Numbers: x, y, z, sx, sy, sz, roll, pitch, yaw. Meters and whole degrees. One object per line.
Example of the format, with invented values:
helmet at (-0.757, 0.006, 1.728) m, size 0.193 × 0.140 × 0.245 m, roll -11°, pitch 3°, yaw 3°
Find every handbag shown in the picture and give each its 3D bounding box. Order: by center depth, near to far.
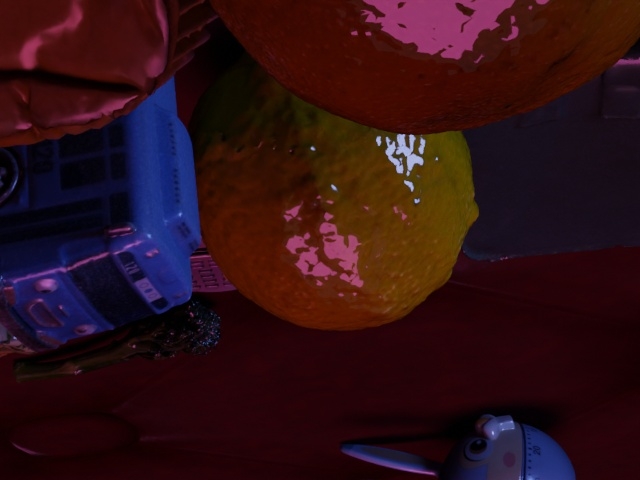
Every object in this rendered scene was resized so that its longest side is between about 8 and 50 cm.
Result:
handbag at (0.214, -0.079, 1.290) m, size 0.247 × 0.079 × 0.260 m, roll -4°, pitch 152°, yaw 3°

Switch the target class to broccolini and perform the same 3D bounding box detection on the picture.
broccolini at (-0.194, 0.101, 1.650) m, size 0.239 × 0.051 × 0.054 m, roll -15°, pitch 110°, yaw 31°

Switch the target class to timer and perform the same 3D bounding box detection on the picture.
timer at (0.167, 0.256, 1.956) m, size 0.255 × 0.175 × 0.175 m, roll 32°, pitch 146°, yaw -7°

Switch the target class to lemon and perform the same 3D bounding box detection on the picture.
lemon at (0.007, -0.041, 1.189) m, size 0.192 × 0.192 × 0.231 m, roll -15°, pitch 129°, yaw 19°

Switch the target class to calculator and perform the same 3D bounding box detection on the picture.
calculator at (-0.090, 0.008, 1.484) m, size 0.103 × 0.024 × 0.166 m, roll -5°, pitch 157°, yaw 0°

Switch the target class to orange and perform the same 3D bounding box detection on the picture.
orange at (0.046, -0.181, 0.848) m, size 0.264 × 0.264 × 0.264 m, roll -4°, pitch 155°, yaw -2°

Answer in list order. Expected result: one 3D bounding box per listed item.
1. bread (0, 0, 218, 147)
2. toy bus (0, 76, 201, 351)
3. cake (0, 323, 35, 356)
bread at (-0.196, -0.151, 0.942) m, size 0.288 × 0.204 × 0.156 m, roll -11°, pitch -164°, yaw 14°
toy bus at (-0.148, -0.062, 1.077) m, size 0.133 × 0.234 × 0.116 m, roll -11°, pitch 155°, yaw 6°
cake at (-0.317, 0.066, 1.547) m, size 0.109 × 0.090 × 0.225 m, roll -16°, pitch 171°, yaw 18°
